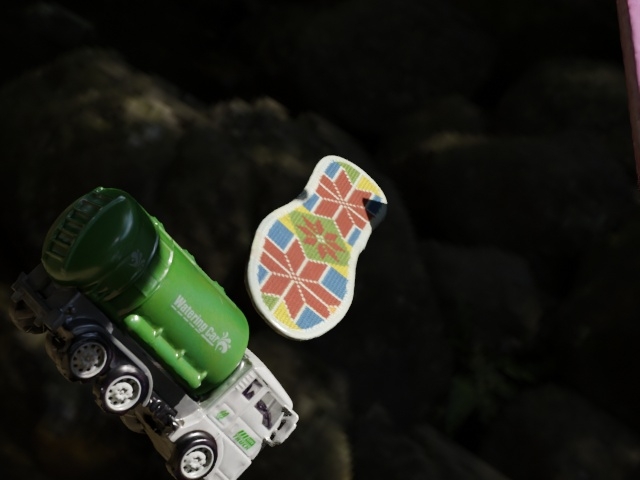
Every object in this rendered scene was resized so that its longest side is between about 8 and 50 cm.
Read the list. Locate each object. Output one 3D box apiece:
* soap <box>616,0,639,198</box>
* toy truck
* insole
[{"bbox_3d":[0.224,-0.009,0.951,0.181,0.081,0.259,54,28,-49],"label":"soap"},{"bbox_3d":[-0.120,0.072,1.274,0.101,0.125,0.242,34,-13,50],"label":"toy truck"},{"bbox_3d":[0.000,0.000,0.974,0.065,0.006,0.193,40,30,-4],"label":"insole"}]
